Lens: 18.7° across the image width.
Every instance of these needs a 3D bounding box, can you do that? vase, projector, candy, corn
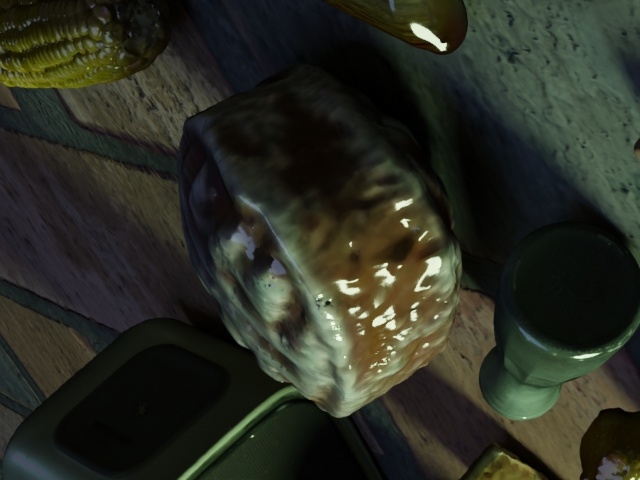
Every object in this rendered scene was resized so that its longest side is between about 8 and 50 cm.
[{"bbox_3d":[0.143,0.062,1.234,0.086,0.086,0.214,43,164,11],"label":"vase"},{"bbox_3d":[-0.110,0.243,1.810,0.249,0.248,0.249,19,145,52],"label":"projector"},{"bbox_3d":[0.000,0.000,1.290,0.214,0.157,0.289,57,169,15],"label":"candy"},{"bbox_3d":[-0.201,-0.165,1.485,0.291,0.101,0.101,5,134,56],"label":"corn"}]

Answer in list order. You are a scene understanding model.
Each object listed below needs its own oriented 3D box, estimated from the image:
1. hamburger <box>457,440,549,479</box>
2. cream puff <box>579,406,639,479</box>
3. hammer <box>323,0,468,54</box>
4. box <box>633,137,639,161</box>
[{"bbox_3d":[0.162,0.277,1.495,0.207,0.155,0.135,35,162,12],"label":"hamburger"},{"bbox_3d":[0.219,0.154,1.222,0.122,0.094,0.116,55,156,-8],"label":"cream puff"},{"bbox_3d":[-0.084,-0.211,1.172,0.409,0.095,0.242,31,154,32],"label":"hammer"},{"bbox_3d":[0.211,-0.036,0.991,0.048,0.025,0.115,51,160,-25],"label":"box"}]
